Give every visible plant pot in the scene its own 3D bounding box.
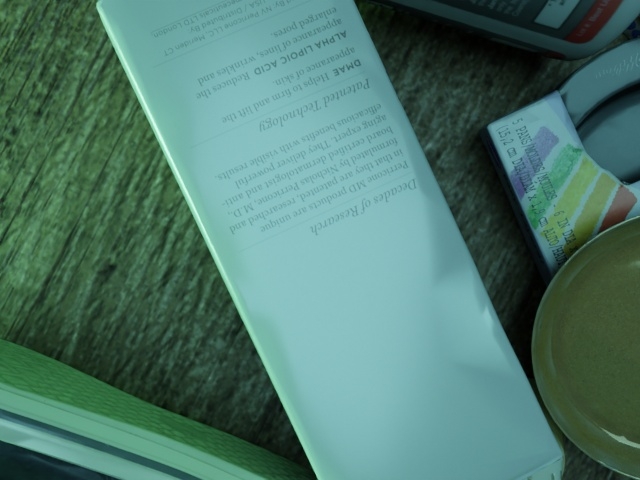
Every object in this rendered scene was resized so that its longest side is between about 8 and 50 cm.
[{"bbox_3d":[0.298,0.088,0.488,0.236,0.032,0.237,2,99,12],"label":"plant pot"}]

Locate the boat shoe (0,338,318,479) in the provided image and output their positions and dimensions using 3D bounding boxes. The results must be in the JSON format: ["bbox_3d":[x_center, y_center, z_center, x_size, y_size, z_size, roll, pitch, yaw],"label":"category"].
[{"bbox_3d":[-0.200,0.189,0.450,0.499,0.187,0.156,26,80,-8],"label":"boat shoe"}]

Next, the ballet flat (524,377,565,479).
[{"bbox_3d":[0.184,0.245,0.532,0.080,0.073,0.233,14,87,-5],"label":"ballet flat"}]

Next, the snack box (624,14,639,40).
[{"bbox_3d":[0.358,-0.173,0.566,0.022,0.064,0.178,-43,92,-2],"label":"snack box"}]

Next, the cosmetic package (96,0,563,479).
[{"bbox_3d":[0.000,0.000,0.457,0.156,0.217,0.385,-26,92,-5],"label":"cosmetic package"}]

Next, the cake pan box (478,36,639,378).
[{"bbox_3d":[0.306,-0.045,0.523,0.245,0.070,0.267,-23,93,9],"label":"cake pan box"}]

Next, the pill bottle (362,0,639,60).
[{"bbox_3d":[0.087,-0.296,0.475,0.362,0.210,0.210,15,87,-5],"label":"pill bottle"}]
